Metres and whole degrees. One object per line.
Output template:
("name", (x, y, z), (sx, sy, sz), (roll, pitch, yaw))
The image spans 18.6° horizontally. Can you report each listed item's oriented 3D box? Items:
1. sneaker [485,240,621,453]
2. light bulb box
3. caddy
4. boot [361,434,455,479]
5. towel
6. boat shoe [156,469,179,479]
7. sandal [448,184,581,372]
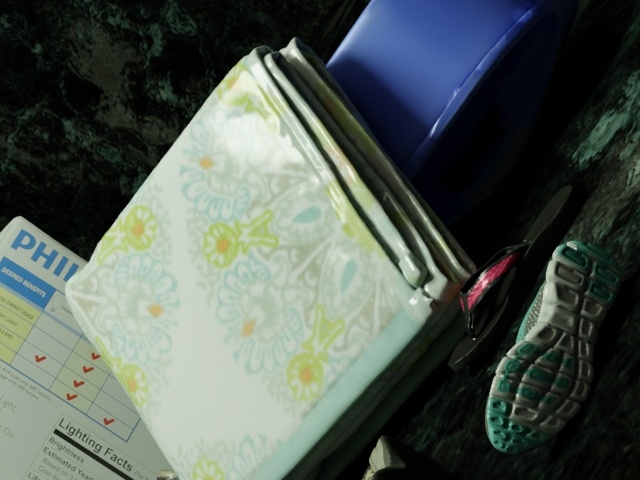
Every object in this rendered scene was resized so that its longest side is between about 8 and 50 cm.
("sneaker", (0.158, 0.083, 1.351), (0.166, 0.065, 0.076), (-59, -7, -28))
("light bulb box", (-0.339, 0.234, 2.370), (0.361, 0.358, 0.225), (-61, 13, -28))
("caddy", (0.110, -0.118, 1.851), (0.341, 0.179, 0.241), (-54, -14, 16))
("boot", (0.028, 0.245, 1.369), (0.179, 0.085, 0.236), (-58, 3, 8))
("towel", (-0.050, 0.051, 1.760), (0.090, 0.320, 0.374), (-1, -41, -50))
("boat shoe", (-0.129, 0.264, 2.025), (0.285, 0.092, 0.103), (-59, 10, -12))
("sandal", (0.147, 0.026, 1.588), (0.179, 0.040, 0.067), (-58, 10, -5))
